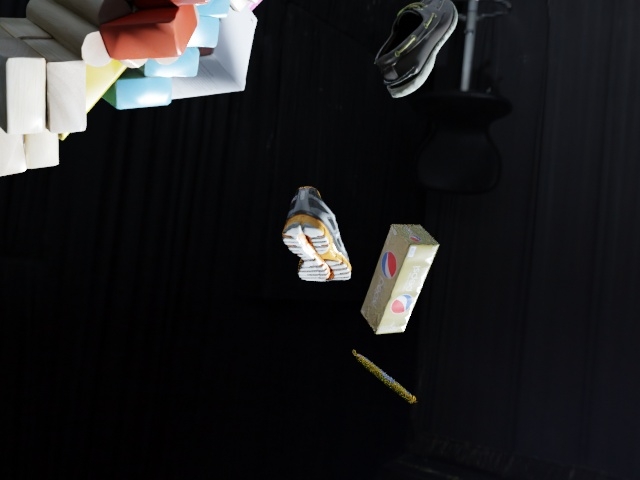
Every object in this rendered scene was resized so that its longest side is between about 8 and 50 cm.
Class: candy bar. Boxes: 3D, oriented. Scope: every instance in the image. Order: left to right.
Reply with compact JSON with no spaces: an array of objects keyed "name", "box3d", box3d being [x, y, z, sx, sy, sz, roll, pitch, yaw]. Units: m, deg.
[{"name":"candy bar","box3d":[0.127,0.277,1.180,0.161,0.018,0.040,37,177,9]}]

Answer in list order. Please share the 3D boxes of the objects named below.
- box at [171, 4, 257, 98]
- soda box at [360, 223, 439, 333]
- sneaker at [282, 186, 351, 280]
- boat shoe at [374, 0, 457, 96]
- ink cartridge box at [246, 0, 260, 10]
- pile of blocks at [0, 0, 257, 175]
[{"name":"box","box3d":[-0.198,-0.295,0.866,0.170,0.130,0.091,-1,161,23]},{"name":"soda box","box3d":[0.126,0.065,0.949,0.058,0.181,0.061,1,-147,-27]},{"name":"sneaker","box3d":[0.000,0.000,0.875,0.084,0.083,0.215,-3,151,9]},{"name":"boat shoe","box3d":[0.145,-0.315,0.873,0.081,0.228,0.069,-9,135,42]},{"name":"ink cartridge box","box3d":[-0.233,-0.396,1.025,0.069,0.371,0.176,48,-177,8]},{"name":"pile of blocks","box3d":[-0.072,-0.171,0.361,0.112,0.362,0.149,36,180,36]}]
